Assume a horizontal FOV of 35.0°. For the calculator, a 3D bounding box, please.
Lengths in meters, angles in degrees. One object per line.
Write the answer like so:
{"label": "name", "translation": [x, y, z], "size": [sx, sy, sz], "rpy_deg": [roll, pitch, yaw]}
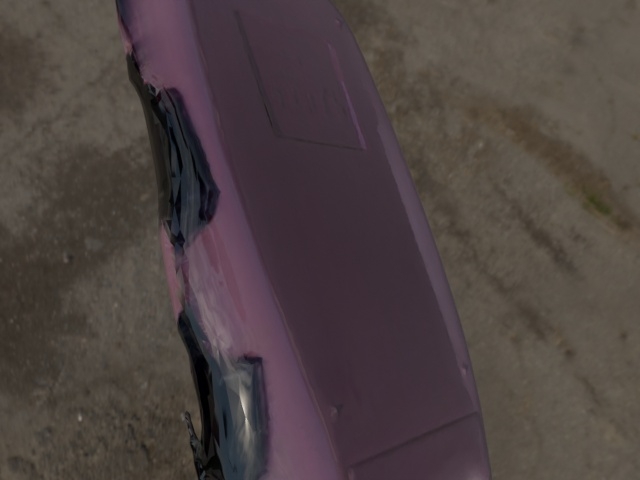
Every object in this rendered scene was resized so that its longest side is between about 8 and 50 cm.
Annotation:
{"label": "calculator", "translation": [0.001, 0.000, 0.423], "size": [0.194, 0.043, 0.294], "rpy_deg": [-1, 74, -60]}
